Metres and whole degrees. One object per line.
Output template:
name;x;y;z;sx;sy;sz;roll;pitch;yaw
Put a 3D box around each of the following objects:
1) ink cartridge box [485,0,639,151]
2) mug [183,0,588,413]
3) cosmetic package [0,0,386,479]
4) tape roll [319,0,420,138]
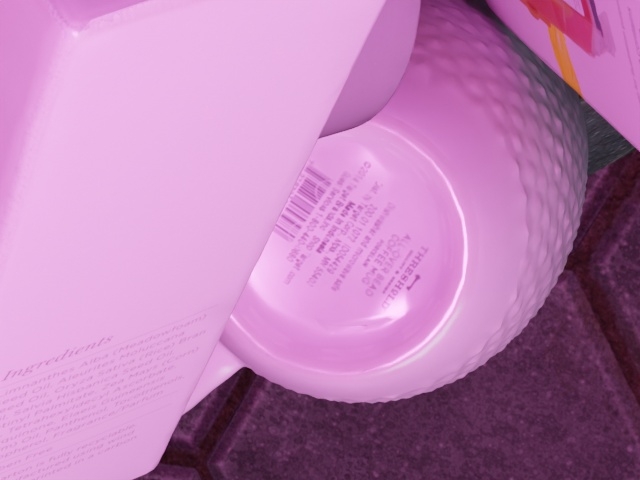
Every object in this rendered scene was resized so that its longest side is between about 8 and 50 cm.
ink cartridge box;0.263;-0.184;1.068;0.279;0.160;0.384;-23;-150;-6
mug;0.000;0.000;1.267;0.374;0.276;0.328;-42;-177;15
cosmetic package;-0.144;-0.058;0.880;0.161;0.230;0.453;-20;156;-30
tape roll;-0.043;-0.151;0.933;0.072;0.219;0.219;-20;169;-29
